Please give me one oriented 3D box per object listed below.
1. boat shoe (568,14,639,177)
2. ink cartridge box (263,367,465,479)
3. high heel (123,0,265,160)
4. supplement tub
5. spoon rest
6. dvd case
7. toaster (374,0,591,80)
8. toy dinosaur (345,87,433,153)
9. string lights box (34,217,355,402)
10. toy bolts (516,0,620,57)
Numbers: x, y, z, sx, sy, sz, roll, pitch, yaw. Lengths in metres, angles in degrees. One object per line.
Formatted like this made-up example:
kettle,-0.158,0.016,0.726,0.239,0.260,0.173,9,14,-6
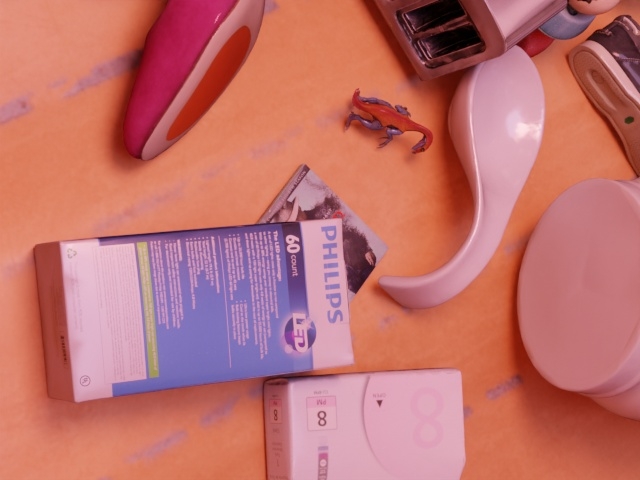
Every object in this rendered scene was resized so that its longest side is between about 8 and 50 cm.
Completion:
boat shoe,0.352,-0.125,1.618,0.079,0.084,0.233,-40,103,-26
ink cartridge box,0.046,0.237,1.432,0.189,0.066,0.232,-1,82,-30
high heel,-0.122,-0.260,1.370,0.181,0.127,0.377,27,77,7
supplement tub,0.386,0.066,1.533,0.331,0.241,0.241,11,81,-29
spoon rest,0.151,-0.060,1.489,0.137,0.084,0.276,40,69,-45
dvd case,0.000,0.000,1.446,0.119,0.013,0.087,45,67,-18
toaster,0.127,-0.250,1.441,0.110,0.185,0.168,-41,107,-30
toy dinosaur,0.067,-0.107,1.464,0.082,0.090,0.047,18,93,4
string lights box,-0.104,0.056,1.337,0.259,0.077,0.133,-5,90,-27
toy bolts,0.265,-0.303,1.538,0.228,0.158,0.218,-47,109,-24
